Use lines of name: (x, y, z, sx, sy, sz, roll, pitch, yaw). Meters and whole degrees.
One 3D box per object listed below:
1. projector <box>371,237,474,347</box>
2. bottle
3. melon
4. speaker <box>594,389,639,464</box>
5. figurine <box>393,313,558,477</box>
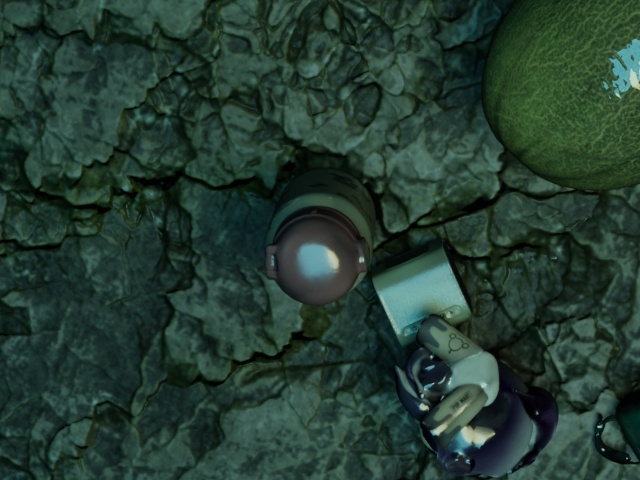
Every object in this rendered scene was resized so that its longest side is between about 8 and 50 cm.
projector: (0.106, 0.054, 1.772, 0.082, 0.083, 0.083, -24, 99, 7)
bottle: (0.000, 0.000, 1.690, 0.110, 0.233, 0.110, 0, 102, 2)
melon: (0.297, -0.179, 1.636, 0.301, 0.237, 0.237, -39, 97, 12)
speaker: (0.334, 0.203, 1.802, 0.094, 0.060, 0.075, -28, 98, 9)
figurine: (0.161, 0.167, 1.745, 0.145, 0.222, 0.145, -8, 63, 16)
